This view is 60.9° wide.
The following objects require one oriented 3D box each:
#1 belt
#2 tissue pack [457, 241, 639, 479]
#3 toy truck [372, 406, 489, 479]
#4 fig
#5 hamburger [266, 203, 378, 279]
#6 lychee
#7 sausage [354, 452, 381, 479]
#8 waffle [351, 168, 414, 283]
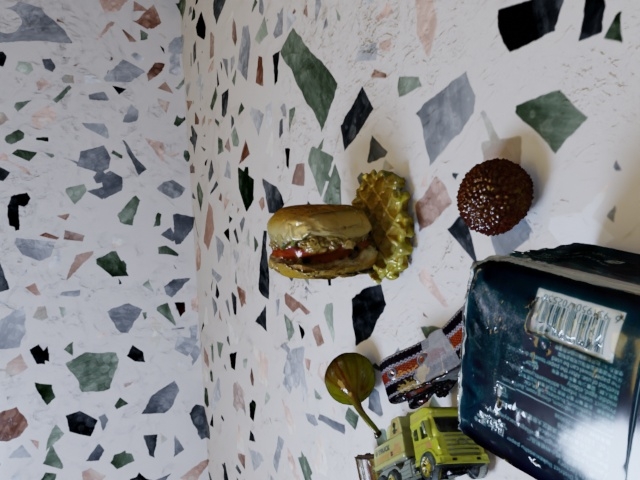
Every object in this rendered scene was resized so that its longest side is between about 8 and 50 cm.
[{"bbox_3d":[0.236,0.197,0.969,0.359,0.126,0.094,-54,39,44],"label":"belt"},{"bbox_3d":[0.374,0.162,0.574,0.416,0.253,0.264,16,106,60],"label":"tissue pack"},{"bbox_3d":[0.198,0.405,1.058,0.272,0.124,0.157,121,148,-50],"label":"toy truck"},{"bbox_3d":[0.080,0.352,1.231,0.236,0.124,0.124,-112,32,-60],"label":"fig"},{"bbox_3d":[0.000,0.000,1.172,0.244,0.244,0.163,3,92,62],"label":"hamburger"},{"bbox_3d":[0.281,-0.066,0.881,0.123,0.123,0.129,-60,6,44],"label":"lychee"},{"bbox_3d":[0.151,0.665,1.204,0.082,0.082,0.371,-37,60,57],"label":"sausage"},{"bbox_3d":[0.141,-0.041,1.201,0.229,0.057,0.219,61,142,38],"label":"waffle"}]
